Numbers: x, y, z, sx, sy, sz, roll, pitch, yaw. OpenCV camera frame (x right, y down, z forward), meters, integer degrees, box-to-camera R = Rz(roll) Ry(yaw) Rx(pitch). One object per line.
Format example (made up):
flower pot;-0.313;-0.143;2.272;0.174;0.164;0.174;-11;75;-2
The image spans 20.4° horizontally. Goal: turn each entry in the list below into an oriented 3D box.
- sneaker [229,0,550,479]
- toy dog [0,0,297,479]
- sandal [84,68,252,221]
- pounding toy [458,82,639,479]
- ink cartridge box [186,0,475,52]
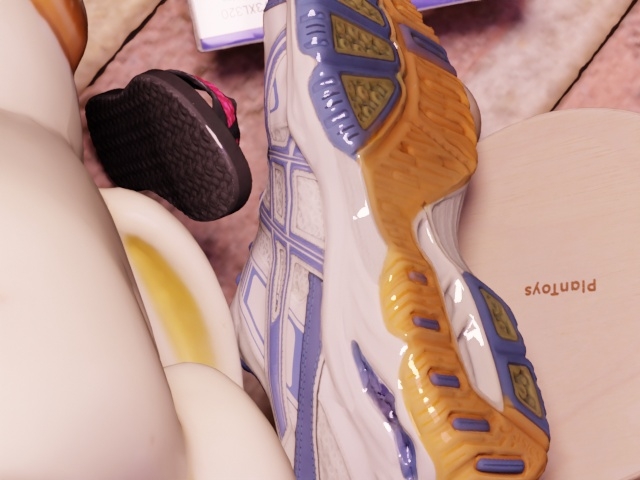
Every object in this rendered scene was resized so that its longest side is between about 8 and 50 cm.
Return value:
sneaker;0.000;0.000;0.785;0.112;0.131;0.296;22;46;-39
toy dog;-0.186;0.027;0.684;0.284;0.395;0.408;-26;43;2
sandal;-0.064;-0.049;0.800;0.040;0.179;0.067;-21;103;-18
pounding toy;0.110;0.033;0.845;0.237;0.110;0.183;24;83;33
ink cartridge box;-0.019;-0.281;0.922;0.176;0.069;0.371;-12;80;-8
